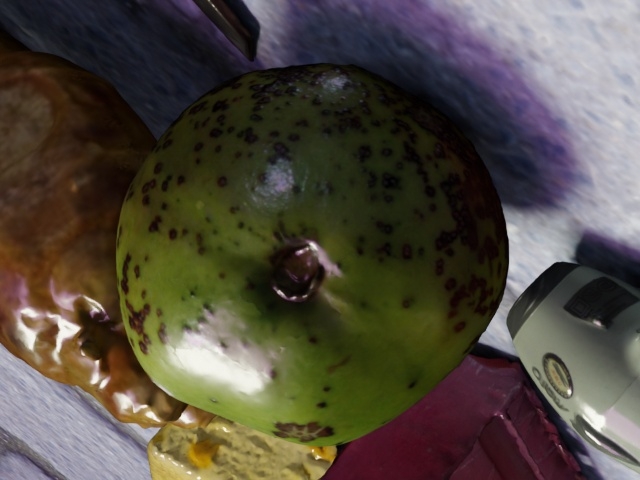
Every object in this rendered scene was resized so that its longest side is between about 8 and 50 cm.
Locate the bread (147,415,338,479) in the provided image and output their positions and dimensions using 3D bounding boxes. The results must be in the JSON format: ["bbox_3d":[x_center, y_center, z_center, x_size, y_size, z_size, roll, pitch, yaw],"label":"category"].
[{"bbox_3d":[-0.056,0.233,1.715,0.185,0.114,0.274,29,159,13],"label":"bread"}]

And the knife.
[{"bbox_3d":[-0.100,-0.176,1.036,0.230,0.028,0.060,48,170,-34],"label":"knife"}]

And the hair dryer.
[{"bbox_3d":[0.221,0.081,0.941,0.229,0.092,0.267,49,156,1],"label":"hair dryer"}]

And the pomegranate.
[{"bbox_3d":[0.000,0.000,1.039,0.214,0.214,0.248,38,-165,-2],"label":"pomegranate"}]

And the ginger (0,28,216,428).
[{"bbox_3d":[-0.173,0.000,1.195,0.357,0.152,0.274,33,152,57],"label":"ginger"}]

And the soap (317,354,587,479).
[{"bbox_3d":[0.109,0.204,1.298,0.099,0.162,0.250,19,152,41],"label":"soap"}]
